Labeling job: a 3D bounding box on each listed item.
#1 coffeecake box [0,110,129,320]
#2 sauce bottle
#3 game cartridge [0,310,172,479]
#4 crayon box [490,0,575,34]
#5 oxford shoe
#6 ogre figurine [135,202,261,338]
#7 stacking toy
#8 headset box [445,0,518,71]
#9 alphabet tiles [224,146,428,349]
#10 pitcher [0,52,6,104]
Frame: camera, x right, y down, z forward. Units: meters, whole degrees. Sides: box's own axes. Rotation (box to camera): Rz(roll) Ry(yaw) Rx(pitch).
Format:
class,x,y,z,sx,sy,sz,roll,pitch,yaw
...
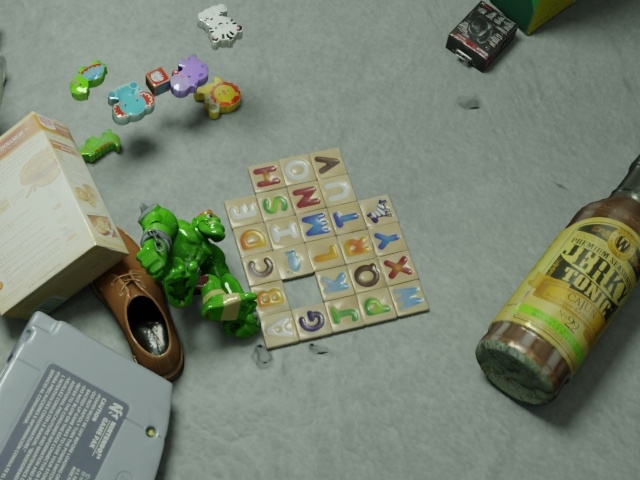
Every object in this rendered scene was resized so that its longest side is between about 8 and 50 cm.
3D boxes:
class,x,y,z,sx,sy,sz,roll,pitch,yaw
coffeecake box,-0.321,-0.026,1.339,0.142,0.068,0.185,-35,68,15
sauce bottle,0.312,0.031,1.381,0.111,0.111,0.344,34,66,11
game cartridge,-0.274,0.241,1.214,0.196,0.060,0.294,31,60,-11
crayon box,0.337,-0.424,1.493,0.202,0.318,0.081,-36,72,-21
oxford shoe,-0.210,0.055,1.340,0.076,0.076,0.212,-26,67,-15
ogre figurine,-0.143,0.027,1.317,0.197,0.097,0.118,17,34,-39
stacking toy,-0.190,-0.174,1.404,0.221,0.167,0.052,-28,70,-19
headset box,0.209,-0.266,1.562,0.062,0.032,0.083,36,67,13
alphabet tiles,0.000,0.000,1.423,0.198,0.009,0.237,-13,66,-11
pitcher,-0.414,-0.183,1.366,0.125,0.207,0.177,15,62,2
